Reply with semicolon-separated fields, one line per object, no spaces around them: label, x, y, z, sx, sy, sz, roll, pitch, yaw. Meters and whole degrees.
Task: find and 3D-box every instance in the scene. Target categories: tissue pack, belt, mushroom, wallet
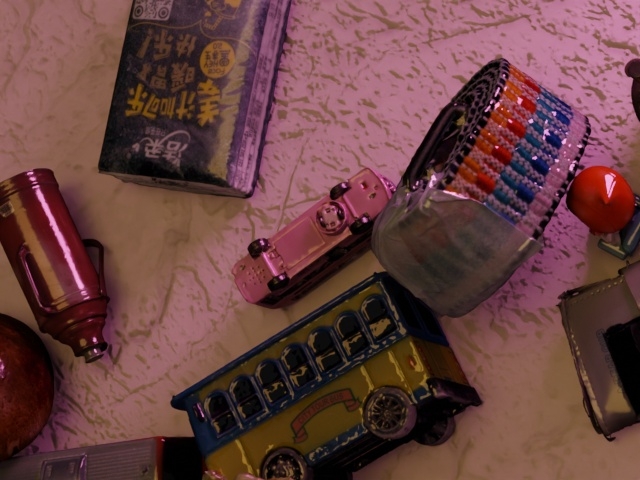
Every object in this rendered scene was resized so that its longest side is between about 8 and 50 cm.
tissue pack;-0.147;-0.188;1.978;0.185;0.081;0.257;8;84;27
belt;0.156;-0.051;1.723;0.150;0.207;0.257;34;73;-8
mushroom;-0.417;0.157;1.979;0.231;0.138;0.194;23;67;32
wallet;0.355;0.090;1.697;0.231;0.069;0.170;-21;77;21

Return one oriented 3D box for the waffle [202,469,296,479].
waffle;-0.048;0.325;1.762;0.054;0.204;0.223;-92;19;-47

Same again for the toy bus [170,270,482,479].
toy bus;0.005;0.173;1.806;0.288;0.138;0.175;-32;70;17

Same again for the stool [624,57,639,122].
stool;0.380;-0.123;1.700;0.125;0.121;0.217;-14;69;21

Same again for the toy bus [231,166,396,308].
toy bus;0.000;0.000;1.868;0.203;0.090;0.063;-36;68;16

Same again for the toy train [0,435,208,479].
toy train;-0.302;0.287;1.957;0.409;0.089;0.086;-11;70;24

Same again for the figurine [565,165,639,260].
figurine;0.291;-0.029;1.709;0.075;0.140;0.068;33;91;27

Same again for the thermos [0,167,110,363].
thermos;-0.314;0.037;1.993;0.099;0.124;0.232;-30;76;21
